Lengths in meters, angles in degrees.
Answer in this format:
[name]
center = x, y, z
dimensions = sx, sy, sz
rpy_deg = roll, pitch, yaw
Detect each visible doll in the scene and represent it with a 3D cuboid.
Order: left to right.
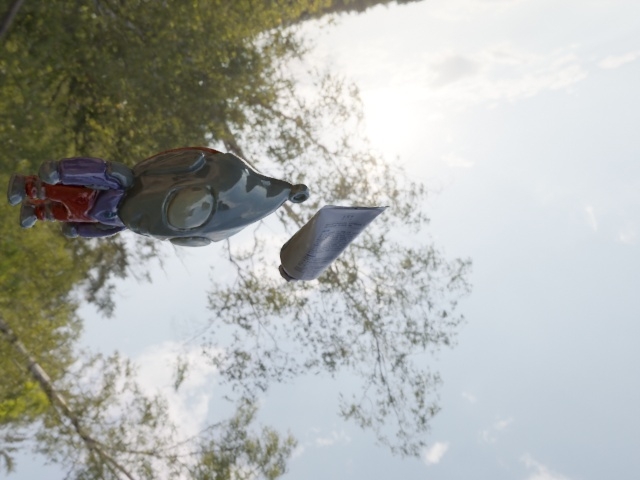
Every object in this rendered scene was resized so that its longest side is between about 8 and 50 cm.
[doll]
center = -0.119, -0.036, 0.413
dimensions = 0.227, 0.102, 0.075
rpy_deg = -1, -118, -18

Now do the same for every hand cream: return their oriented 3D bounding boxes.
[hand cream]
center = 0.000, 0.000, 0.541
dimensions = 0.084, 0.142, 0.053
rpy_deg = -3, -121, -38
